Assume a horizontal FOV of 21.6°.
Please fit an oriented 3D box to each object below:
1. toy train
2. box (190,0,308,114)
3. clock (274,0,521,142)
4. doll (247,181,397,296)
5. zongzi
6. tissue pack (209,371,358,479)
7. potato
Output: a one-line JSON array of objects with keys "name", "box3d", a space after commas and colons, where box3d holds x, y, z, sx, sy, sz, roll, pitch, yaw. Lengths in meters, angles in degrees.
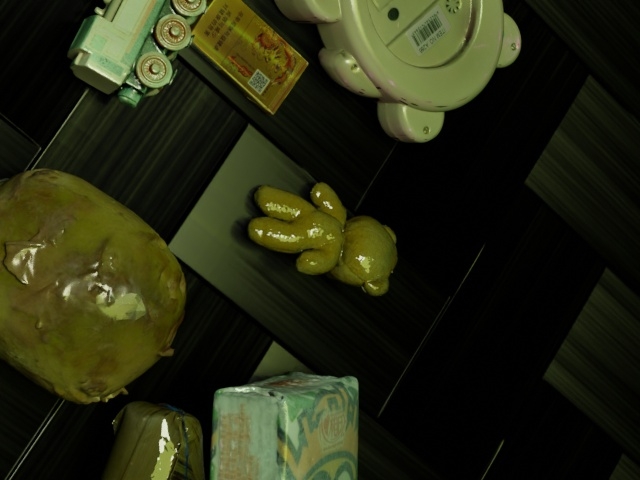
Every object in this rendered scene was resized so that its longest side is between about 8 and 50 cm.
[{"name": "toy train", "box3d": [-0.214, -0.259, 1.999, 0.125, 0.081, 0.194, 29, 73, -17]}, {"name": "box", "box3d": [-0.093, -0.239, 2.106, 0.156, 0.022, 0.089, 39, 76, -27]}, {"name": "clock", "box3d": [0.111, -0.306, 2.179, 0.284, 0.114, 0.309, -44, 116, -23]}, {"name": "doll", "box3d": [0.000, 0.000, 2.157, 0.209, 0.097, 0.137, 23, 49, -15]}, {"name": "zongzi", "box3d": [-0.164, 0.353, 2.064, 0.289, 0.123, 0.260, 32, 71, -44]}, {"name": "tissue pack", "box3d": [-0.044, 0.327, 2.069, 0.228, 0.128, 0.311, -3, 95, -67]}, {"name": "potato", "box3d": [-0.290, 0.046, 1.910, 0.300, 0.196, 0.246, 30, 77, -28]}]
